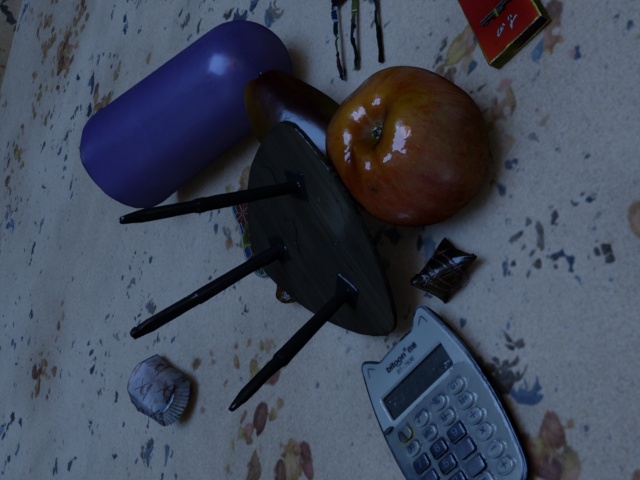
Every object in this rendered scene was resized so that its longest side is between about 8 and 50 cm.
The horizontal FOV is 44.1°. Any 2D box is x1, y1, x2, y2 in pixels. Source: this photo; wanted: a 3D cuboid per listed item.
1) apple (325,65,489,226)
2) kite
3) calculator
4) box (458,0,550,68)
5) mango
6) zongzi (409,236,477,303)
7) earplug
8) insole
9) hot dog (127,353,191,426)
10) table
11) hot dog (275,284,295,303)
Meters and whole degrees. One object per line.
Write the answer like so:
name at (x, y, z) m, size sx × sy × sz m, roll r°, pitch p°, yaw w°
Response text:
apple at (0.107, -0.121, 0.996) m, size 0.209 × 0.164 × 0.209 m, roll -15°, pitch 69°, yaw 45°
kite at (0.054, -0.390, 1.246) m, size 0.152 × 0.015 × 0.285 m, roll -24°, pitch 63°, yaw 46°
calculator at (0.149, 0.221, 0.956) m, size 0.177 × 0.040 × 0.268 m, roll -50°, pitch 47°, yaw 31°
box at (0.229, -0.296, 1.003) m, size 0.090 × 0.023 × 0.133 m, roll -43°, pitch 50°, yaw 39°
mango at (-0.018, -0.158, 1.192) m, size 0.267 × 0.111 × 0.133 m, roll 43°, pitch 116°, yaw 28°
zongzi at (0.163, 0.032, 0.979) m, size 0.073 × 0.067 × 0.083 m, roll 0°, pitch 64°, yaw 58°
earplug at (-0.231, -0.235, 1.415) m, size 0.456 × 0.215 × 0.215 m, roll -26°, pitch 61°, yaw 41°
insole at (-0.121, -0.013, 1.374) m, size 0.065 × 0.006 × 0.193 m, roll -49°, pitch 47°, yaw 31°
hot dog at (-0.303, 0.281, 1.482) m, size 0.191 × 0.059 × 0.108 m, roll 16°, pitch 80°, yaw 55°
table at (-0.112, 0.055, 1.044) m, size 0.317 × 0.249 × 0.317 m, roll 37°, pitch 143°, yaw 35°
hot dog at (-0.046, 0.058, 1.239) m, size 0.058 × 0.035 × 0.083 m, roll 9°, pitch 89°, yaw 52°
